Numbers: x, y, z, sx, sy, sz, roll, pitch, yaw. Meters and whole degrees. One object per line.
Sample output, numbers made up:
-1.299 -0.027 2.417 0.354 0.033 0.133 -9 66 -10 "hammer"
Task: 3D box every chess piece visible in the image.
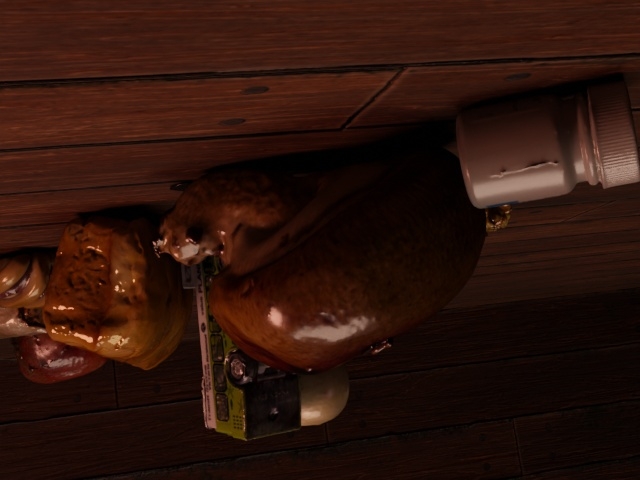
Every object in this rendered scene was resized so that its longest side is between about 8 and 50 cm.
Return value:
-0.034 0.106 1.584 0.167 0.299 0.167 -6 172 -1 "chess piece"

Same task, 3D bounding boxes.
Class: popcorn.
0.244 -0.039 1.687 0.083 0.057 0.082 -17 170 34 "popcorn"

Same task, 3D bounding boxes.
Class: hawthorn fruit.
-0.459 0.175 2.131 0.235 0.181 0.181 -2 170 -34 "hawthorn fruit"

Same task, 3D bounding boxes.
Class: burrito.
-0.529 0.115 1.901 0.348 0.107 0.175 -6 -175 3 "burrito"

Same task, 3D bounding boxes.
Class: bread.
-0.253 0.072 1.539 0.149 0.195 0.344 12 173 5 "bread"
-0.400 0.062 1.696 0.134 0.081 0.225 -13 171 42 "bread"

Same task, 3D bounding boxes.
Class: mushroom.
0.000 0.000 1.233 0.345 0.259 0.345 -35 -171 6 "mushroom"

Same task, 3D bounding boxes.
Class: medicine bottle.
0.224 -0.093 1.128 0.168 0.105 0.105 -10 172 15 "medicine bottle"

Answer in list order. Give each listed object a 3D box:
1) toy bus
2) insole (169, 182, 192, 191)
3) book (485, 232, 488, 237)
-0.103 0.098 1.477 0.113 0.301 0.139 -5 179 -38 "toy bus"
-0.124 -0.061 1.383 0.053 0.002 0.153 -14 170 36 "insole"
0.157 0.001 1.986 0.231 0.026 0.161 -1 170 -35 "book"
